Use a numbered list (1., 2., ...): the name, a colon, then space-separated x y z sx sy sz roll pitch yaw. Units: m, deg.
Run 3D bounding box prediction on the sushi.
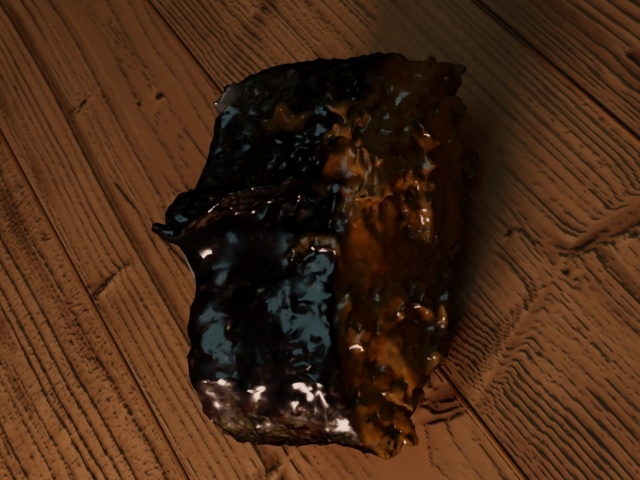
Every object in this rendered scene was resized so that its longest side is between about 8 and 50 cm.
1. sushi: 0.000 0.000 1.057 0.207 0.234 0.349 -7 67 35
